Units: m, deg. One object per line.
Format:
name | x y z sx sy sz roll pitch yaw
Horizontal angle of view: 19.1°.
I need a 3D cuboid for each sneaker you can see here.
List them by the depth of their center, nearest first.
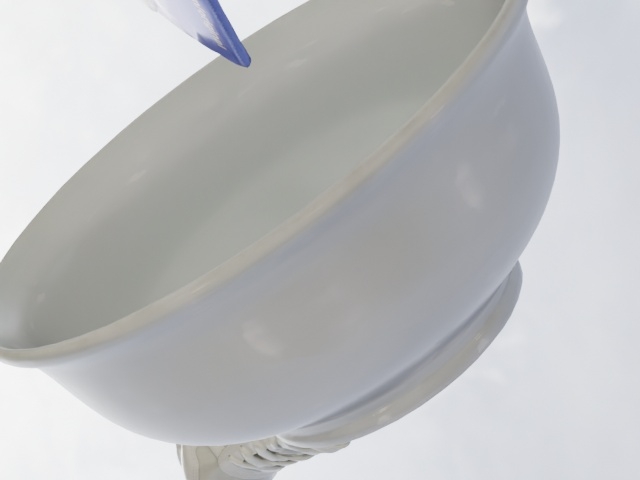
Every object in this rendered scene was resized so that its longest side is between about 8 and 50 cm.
sneaker | -0.027 0.112 1.271 0.229 0.087 0.092 -58 -141 34

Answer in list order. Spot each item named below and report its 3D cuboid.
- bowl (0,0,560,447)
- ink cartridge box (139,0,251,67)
bowl | 0.000 0.000 0.872 0.298 0.134 0.298 -32 -161 13
ink cartridge box | -0.131 -0.202 0.689 0.065 0.186 0.311 -40 -127 -10
